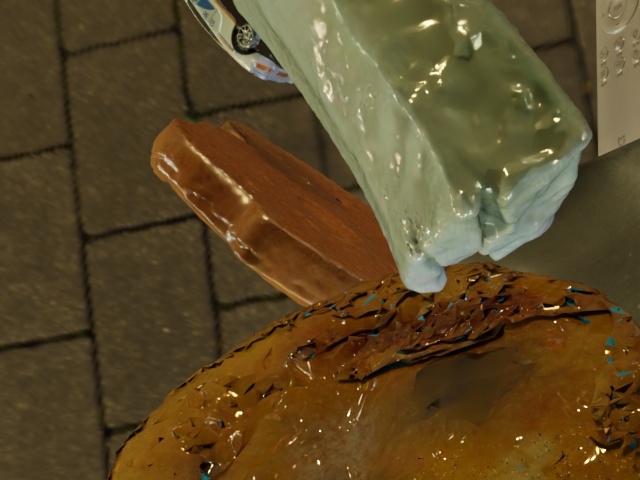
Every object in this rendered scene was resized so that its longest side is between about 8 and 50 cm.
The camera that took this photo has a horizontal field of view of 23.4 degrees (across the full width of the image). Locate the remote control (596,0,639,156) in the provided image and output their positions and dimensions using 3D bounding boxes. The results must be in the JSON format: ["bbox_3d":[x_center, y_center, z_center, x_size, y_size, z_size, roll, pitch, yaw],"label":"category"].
[{"bbox_3d":[0.252,-0.176,1.284,0.067,0.029,0.261,-30,50,52],"label":"remote control"}]

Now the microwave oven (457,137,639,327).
[{"bbox_3d":[0.271,0.180,0.981,0.236,0.432,0.374,-25,41,23],"label":"microwave oven"}]

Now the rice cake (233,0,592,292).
[{"bbox_3d":[-0.024,-0.132,0.525,0.063,0.066,0.336,-23,64,-18],"label":"rice cake"}]

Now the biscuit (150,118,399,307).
[{"bbox_3d":[0.000,0.001,1.525,0.350,0.455,0.078,33,99,7],"label":"biscuit"}]

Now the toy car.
[{"bbox_3d":[-0.091,-0.239,1.618,0.205,0.095,0.056,49,118,26],"label":"toy car"}]

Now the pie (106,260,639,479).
[{"bbox_3d":[0.028,0.101,0.673,0.273,0.069,0.273,-17,40,15],"label":"pie"}]
